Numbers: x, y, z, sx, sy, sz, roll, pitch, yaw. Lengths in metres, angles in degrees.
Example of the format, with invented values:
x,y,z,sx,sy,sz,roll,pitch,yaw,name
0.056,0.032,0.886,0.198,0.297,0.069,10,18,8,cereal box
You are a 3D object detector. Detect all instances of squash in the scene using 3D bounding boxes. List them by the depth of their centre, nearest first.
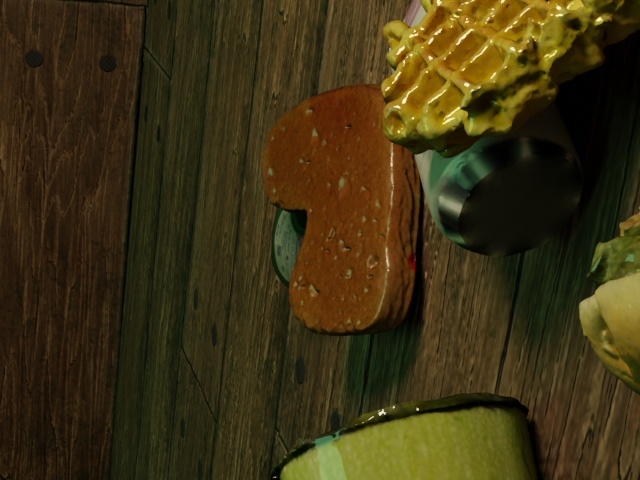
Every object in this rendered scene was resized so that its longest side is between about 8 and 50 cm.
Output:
x,y,z,sx,sy,sz,roll,pitch,yaw,name
0.076,0.212,1.082,0.220,0.220,0.133,132,126,-64,squash

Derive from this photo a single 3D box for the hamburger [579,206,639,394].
x,y,z,sx,sy,sz,roll,pitch,yaw,name
0.245,0.041,0.664,0.207,0.155,0.135,-171,78,-65,hamburger

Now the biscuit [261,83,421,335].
x,y,z,sx,sy,sz,roll,pitch,yaw,name
0.020,-0.027,1.426,0.262,0.052,0.277,-18,67,54,biscuit

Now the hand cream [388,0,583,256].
x,y,z,sx,sy,sz,roll,pitch,yaw,name
0.120,-0.138,1.125,0.359,0.118,0.186,-102,29,-49,hand cream

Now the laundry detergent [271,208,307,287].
x,y,z,sx,sy,sz,roll,pitch,yaw,name
0.000,0.000,1.552,0.211,0.063,0.137,-160,78,-71,laundry detergent

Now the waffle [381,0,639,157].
x,y,z,sx,sy,sz,roll,pitch,yaw,name
0.124,-0.156,0.987,0.219,0.057,0.229,-44,28,5,waffle
